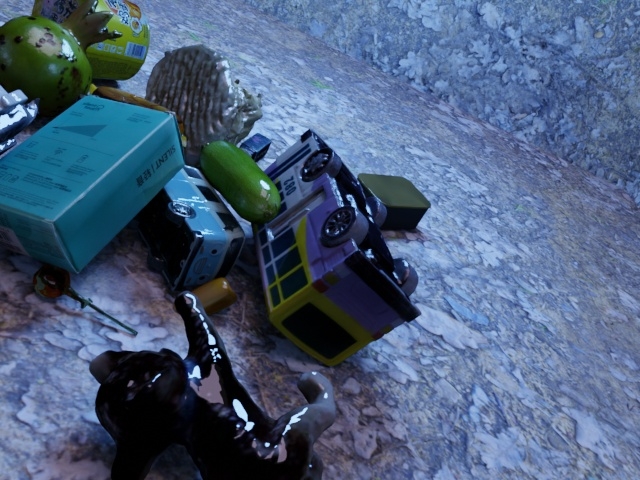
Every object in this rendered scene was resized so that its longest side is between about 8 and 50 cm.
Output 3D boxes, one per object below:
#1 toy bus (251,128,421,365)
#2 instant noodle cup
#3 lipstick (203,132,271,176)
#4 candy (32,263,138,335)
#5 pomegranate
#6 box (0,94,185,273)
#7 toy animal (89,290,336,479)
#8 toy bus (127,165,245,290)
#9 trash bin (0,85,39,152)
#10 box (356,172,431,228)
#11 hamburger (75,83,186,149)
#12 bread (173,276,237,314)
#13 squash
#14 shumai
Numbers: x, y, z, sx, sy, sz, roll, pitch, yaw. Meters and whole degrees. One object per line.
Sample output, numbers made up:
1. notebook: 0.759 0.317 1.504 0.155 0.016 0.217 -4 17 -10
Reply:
1. toy bus: 0.000 0.000 1.218 0.209 0.249 0.440 43 18 -36
2. instant noodle cup: -0.573 -0.526 1.575 0.264 0.264 0.200 45 27 27
3. lipstick: -0.207 -0.196 1.551 0.051 0.051 0.312 33 31 2
4. candy: -0.369 0.099 0.987 0.184 0.049 0.056 34 60 -6
5. pomegranate: -0.578 -0.394 1.360 0.231 0.231 0.286 38 61 17
6. box: -0.398 -0.106 1.046 0.205 0.118 0.311 16 48 19
7. toy animal: -0.155 0.239 0.787 0.344 0.194 0.302 28 24 11
8. toy bus: -0.253 -0.035 1.187 0.164 0.133 0.271 3 36 -43
9. trash bin: -0.652 -0.248 0.931 0.368 0.255 0.296 56 23 -18
10. box: 0.182 -0.101 1.680 0.201 0.090 0.144 -1 40 -40
11. hamburger: -0.399 -0.229 1.317 0.243 0.139 0.262 18 15 -24
12. bread: -0.202 0.105 1.105 0.049 0.103 0.062 63 0 30
13. squash: -0.174 -0.132 1.255 0.101 0.101 0.378 9 20 -30
14. shumai: -0.273 -0.293 1.562 0.262 0.267 0.314 35 42 -60
